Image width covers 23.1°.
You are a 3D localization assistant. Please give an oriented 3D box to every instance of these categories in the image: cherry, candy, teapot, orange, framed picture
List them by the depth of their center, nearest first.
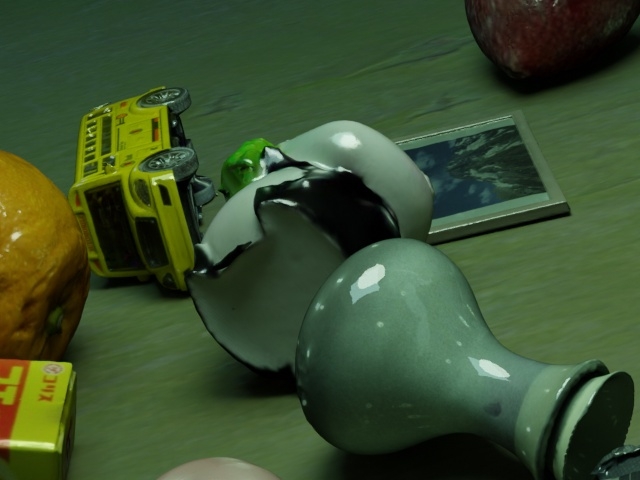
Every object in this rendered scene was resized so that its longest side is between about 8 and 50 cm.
[{"bbox_3d":[0.112,0.108,1.221,0.251,0.183,0.183,20,40,32],"label":"teapot"},{"bbox_3d":[-0.351,0.165,1.326,0.276,0.088,0.146,3,24,-6],"label":"candy"},{"bbox_3d":[-0.346,0.034,1.489,0.261,0.261,0.261,-11,25,5],"label":"orange"},{"bbox_3d":[0.150,-0.069,1.735,0.209,0.019,0.281,-13,25,1],"label":"framed picture"},{"bbox_3d":[0.293,-0.314,1.976,0.230,0.203,0.300,3,43,28],"label":"cherry"}]

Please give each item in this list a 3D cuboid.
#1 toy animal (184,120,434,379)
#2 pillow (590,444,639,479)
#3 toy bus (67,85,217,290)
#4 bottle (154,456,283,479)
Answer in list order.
[{"bbox_3d":[-0.007,-0.006,1.459,0.213,0.212,0.266,-7,29,14],"label":"toy animal"},{"bbox_3d":[0.212,0.232,0.981,0.161,0.092,0.335,-10,24,17],"label":"pillow"},{"bbox_3d":[-0.197,-0.056,1.739,0.152,0.144,0.330,-14,23,-1],"label":"toy bus"},{"bbox_3d":[-0.036,0.257,0.977,0.206,0.173,0.297,-53,33,-3],"label":"bottle"}]
